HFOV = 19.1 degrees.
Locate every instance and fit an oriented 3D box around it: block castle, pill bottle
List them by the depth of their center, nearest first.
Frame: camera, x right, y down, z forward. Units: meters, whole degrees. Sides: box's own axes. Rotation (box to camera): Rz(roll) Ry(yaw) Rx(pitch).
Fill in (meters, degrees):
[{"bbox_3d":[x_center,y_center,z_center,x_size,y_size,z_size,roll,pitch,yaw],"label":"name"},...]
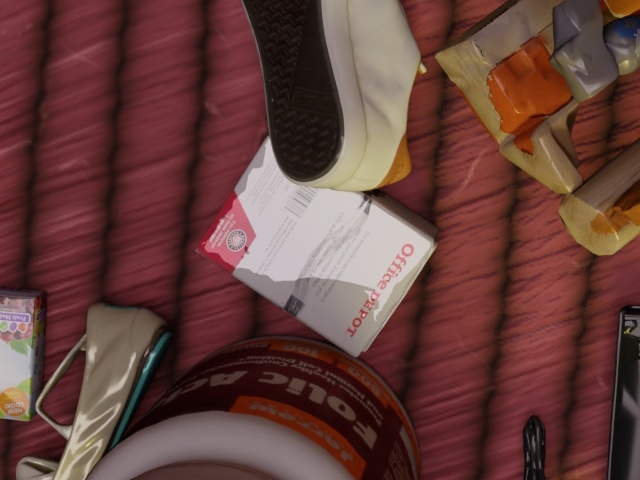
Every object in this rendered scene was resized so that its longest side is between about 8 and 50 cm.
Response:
[{"bbox_3d":[0.197,-0.225,1.254,0.213,0.303,0.453,-37,97,-20],"label":"block castle"},{"bbox_3d":[-0.053,0.207,1.312,0.224,0.392,0.224,1,98,7],"label":"pill bottle"}]

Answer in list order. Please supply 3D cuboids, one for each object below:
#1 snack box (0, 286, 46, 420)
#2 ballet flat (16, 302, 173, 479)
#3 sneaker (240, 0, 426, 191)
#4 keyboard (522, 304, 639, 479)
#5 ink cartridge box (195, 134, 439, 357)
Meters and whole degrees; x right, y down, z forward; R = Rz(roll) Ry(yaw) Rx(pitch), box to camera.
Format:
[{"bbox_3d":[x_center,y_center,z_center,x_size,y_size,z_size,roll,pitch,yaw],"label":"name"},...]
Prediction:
[{"bbox_3d":[-0.291,0.085,1.506,0.141,0.037,0.100,5,100,7],"label":"snack box"},{"bbox_3d":[-0.192,0.163,1.484,0.086,0.086,0.248,21,91,4],"label":"ballet flat"},{"bbox_3d":[0.011,-0.174,1.413,0.106,0.123,0.290,-12,77,39],"label":"sneaker"},{"bbox_3d":[0.238,0.206,1.459,0.201,0.033,0.317,3,98,4],"label":"keyboard"},{"bbox_3d":[0.000,0.000,1.442,0.150,0.063,0.109,34,102,1],"label":"ink cartridge box"}]
